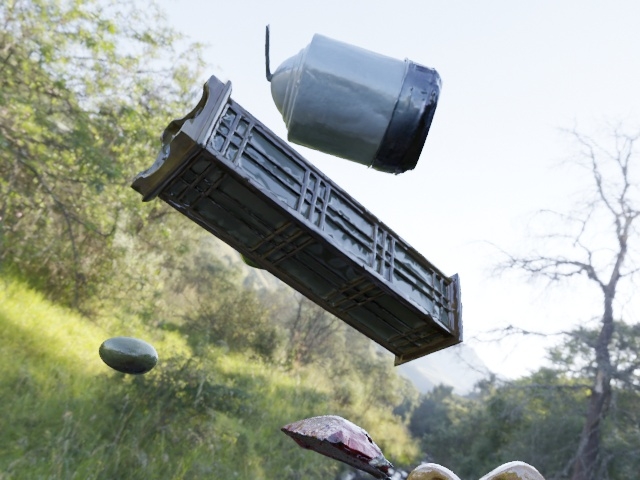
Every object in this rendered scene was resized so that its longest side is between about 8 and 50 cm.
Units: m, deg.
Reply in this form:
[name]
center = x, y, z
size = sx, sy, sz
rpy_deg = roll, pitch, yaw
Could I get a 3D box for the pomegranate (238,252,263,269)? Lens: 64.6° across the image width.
[pomegranate]
center = -0.054, -0.038, 0.926
size = 0.190, 0.159, 0.241
rpy_deg = -16, 22, -33

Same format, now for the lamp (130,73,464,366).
[lamp]
center = 0.000, 0.000, 0.468
size = 0.325, 0.089, 0.090
rpy_deg = 38, -48, -26

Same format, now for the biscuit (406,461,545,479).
[biscuit]
center = 0.169, 0.446, 0.670
size = 0.275, 0.355, 0.052
rpy_deg = 65, 9, 15

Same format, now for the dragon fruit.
[dragon fruit]
center = 0.064, 0.547, 1.363
size = 0.282, 0.100, 0.343
rpy_deg = 38, -28, -14

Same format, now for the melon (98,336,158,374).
[melon]
center = -0.534, 0.319, 1.410
size = 0.162, 0.099, 0.099
rpy_deg = 27, -11, -32

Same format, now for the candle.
[candle]
center = 0.049, -0.264, 0.971
size = 0.343, 0.221, 0.221
rpy_deg = 16, -14, -1
